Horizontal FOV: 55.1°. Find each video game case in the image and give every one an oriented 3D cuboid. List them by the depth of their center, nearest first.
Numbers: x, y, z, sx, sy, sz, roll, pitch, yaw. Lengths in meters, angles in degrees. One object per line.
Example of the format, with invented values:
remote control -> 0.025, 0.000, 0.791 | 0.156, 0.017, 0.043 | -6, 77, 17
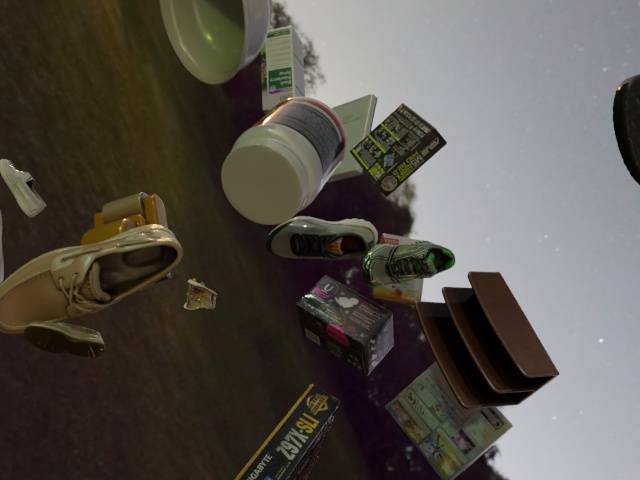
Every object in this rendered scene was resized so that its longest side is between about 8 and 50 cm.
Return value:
video game case -> 0.361, 0.500, 1.743 | 0.269, 0.244, 0.061 | 50, 6, 28

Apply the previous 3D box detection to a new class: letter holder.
letter holder -> 0.387, 0.235, 1.490 | 0.152, 0.215, 0.301 | -55, -138, 38

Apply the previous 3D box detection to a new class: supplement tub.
supplement tub -> -0.069, -0.168, 1.253 | 0.191, 0.191, 0.272 | 69, 27, -23

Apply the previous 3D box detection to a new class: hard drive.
hard drive -> 0.095, -0.371, 2.260 | 0.040, 0.210, 0.318 | 30, 63, -39

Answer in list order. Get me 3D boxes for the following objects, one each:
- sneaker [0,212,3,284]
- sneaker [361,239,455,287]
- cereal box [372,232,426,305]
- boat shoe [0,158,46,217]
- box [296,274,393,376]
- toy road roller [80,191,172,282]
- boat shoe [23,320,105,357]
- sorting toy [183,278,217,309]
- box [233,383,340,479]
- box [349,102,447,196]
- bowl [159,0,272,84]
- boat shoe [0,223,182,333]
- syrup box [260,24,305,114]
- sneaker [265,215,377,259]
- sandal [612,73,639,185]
sneaker -> -0.800, -0.003, 1.364 | 0.147, 0.105, 0.295 | -44, 141, -63
sneaker -> 0.278, 0.066, 1.944 | 0.146, 0.344, 0.134 | 6, -72, 59
cereal box -> 0.288, 0.103, 2.210 | 0.047, 0.173, 0.240 | 107, -7, -71
boat shoe -> -0.809, -0.152, 1.669 | 0.184, 0.063, 0.066 | 56, -6, 14
box -> 0.074, 0.242, 1.766 | 0.247, 0.142, 0.163 | 29, -34, 31
toy road roller -> -0.582, -0.012, 1.805 | 0.240, 0.203, 0.329 | 62, 11, -62
boat shoe -> -0.438, 0.165, 1.052 | 0.135, 0.050, 0.045 | 27, 18, -33
sorting toy -> -0.297, 0.139, 1.539 | 0.045, 0.075, 0.083 | -57, 166, -59
box -> -0.087, 0.465, 1.178 | 0.322, 0.079, 0.257 | -39, 153, -58
box -> 0.209, -0.261, 1.722 | 0.060, 0.216, 0.270 | 42, 10, -28
bowl -> -0.193, -0.477, 1.247 | 0.298, 0.134, 0.297 | 27, -51, 39
boat shoe -> -0.407, 0.067, 1.068 | 0.110, 0.341, 0.121 | 28, -37, 65
syrup box -> -0.101, -0.445, 1.655 | 0.096, 0.093, 0.236 | 38, 47, -69
sneaker -> 0.000, 0.000, 1.469 | 0.108, 0.272, 0.100 | -75, 160, -70
sandal -> 0.591, -0.119, 0.993 | 0.446, 0.167, 0.107 | 23, -5, -28
